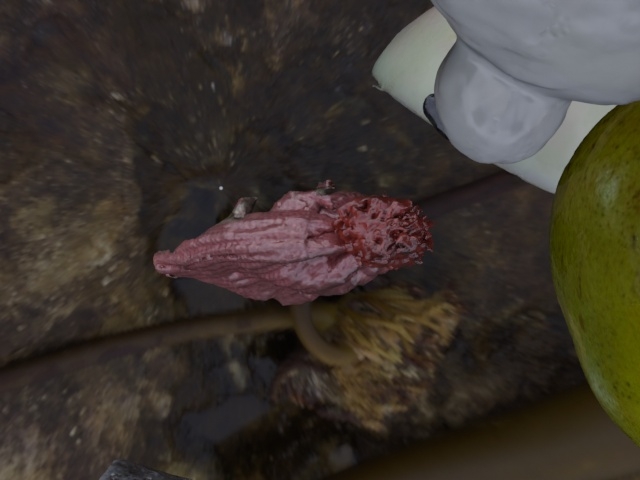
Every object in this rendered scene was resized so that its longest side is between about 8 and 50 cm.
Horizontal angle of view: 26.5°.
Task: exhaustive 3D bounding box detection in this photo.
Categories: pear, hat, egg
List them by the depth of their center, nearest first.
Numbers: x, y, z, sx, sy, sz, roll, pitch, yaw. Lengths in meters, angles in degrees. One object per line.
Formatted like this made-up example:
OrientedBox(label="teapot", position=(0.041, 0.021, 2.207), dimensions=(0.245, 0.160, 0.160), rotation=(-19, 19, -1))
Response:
OrientedBox(label="pear", position=(0.279, 0.011, 0.847), dimensions=(0.294, 0.294, 0.294), rotation=(0, 92, -4))
OrientedBox(label="egg", position=(0.201, -0.140, 1.178), dimensions=(0.271, 0.206, 0.161), rotation=(23, 105, -19))
OrientedBox(label="hat", position=(0.000, 0.000, 1.288), dimensions=(0.237, 0.286, 0.107), rotation=(-1, 81, -35))

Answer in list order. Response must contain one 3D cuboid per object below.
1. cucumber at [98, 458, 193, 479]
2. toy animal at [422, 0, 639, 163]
OrientedBox(label="cucumber", position=(-0.076, 0.156, 0.725), dimensions=(0.112, 0.064, 0.064), rotation=(16, 91, 1))
OrientedBox(label="toy animal", position=(0.158, -0.135, 0.491), dimensions=(0.194, 0.357, 0.257), rotation=(1, 101, -18))
